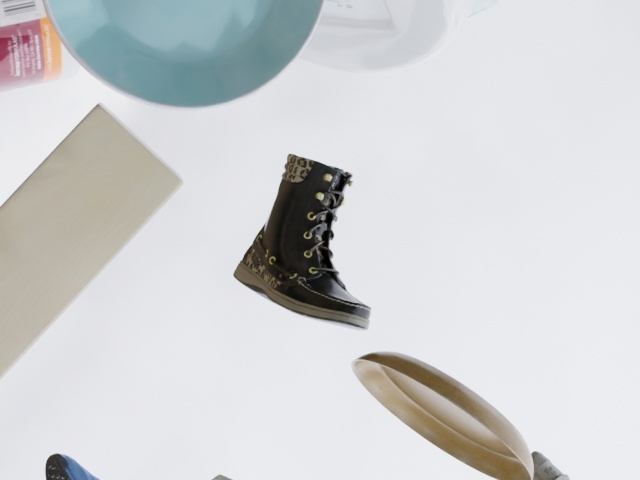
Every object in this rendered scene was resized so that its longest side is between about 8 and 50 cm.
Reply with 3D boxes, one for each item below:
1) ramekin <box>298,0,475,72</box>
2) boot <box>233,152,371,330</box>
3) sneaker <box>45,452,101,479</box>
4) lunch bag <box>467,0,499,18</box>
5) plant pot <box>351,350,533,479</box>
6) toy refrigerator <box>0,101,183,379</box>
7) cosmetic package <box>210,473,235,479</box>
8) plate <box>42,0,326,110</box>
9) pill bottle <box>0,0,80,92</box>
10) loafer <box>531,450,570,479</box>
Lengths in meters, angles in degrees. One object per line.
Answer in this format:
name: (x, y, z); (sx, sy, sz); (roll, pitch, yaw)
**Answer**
ramekin: (0.013, -0.255, 1.135); (0.277, 0.277, 0.135); (-14, -133, 52)
boot: (-0.002, -0.001, 1.715); (0.236, 0.085, 0.178); (24, -87, 51)
sneaker: (-0.258, 0.341, 1.769); (0.082, 0.209, 0.069); (-24, 155, -42)
lunch bag: (0.089, -0.357, 1.704); (0.223, 0.262, 0.160); (-25, -150, -16)
plant pot: (0.140, 0.190, 1.588); (0.032, 0.236, 0.236); (-54, -158, -15)
toy refrigerator: (-0.248, 0.011, 1.259); (0.269, 0.102, 0.094); (-48, -171, 0)
cosmetic package: (-0.062, 0.451, 1.487); (0.197, 0.365, 0.155); (17, -146, 36)
plate: (-0.086, -0.176, 0.911); (0.188, 0.188, 0.024); (-43, -164, -7)
pill bottle: (-0.493, -0.258, 1.667); (0.392, 0.224, 0.224); (-14, -167, -18)
loafer: (0.180, 0.379, 1.755); (0.319, 0.111, 0.112); (-41, 159, 17)
